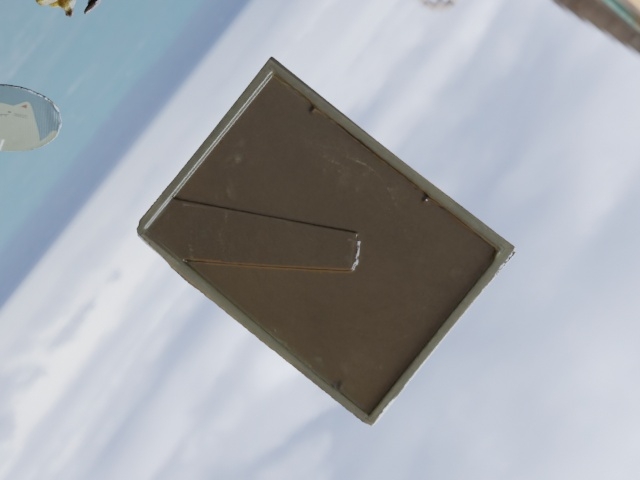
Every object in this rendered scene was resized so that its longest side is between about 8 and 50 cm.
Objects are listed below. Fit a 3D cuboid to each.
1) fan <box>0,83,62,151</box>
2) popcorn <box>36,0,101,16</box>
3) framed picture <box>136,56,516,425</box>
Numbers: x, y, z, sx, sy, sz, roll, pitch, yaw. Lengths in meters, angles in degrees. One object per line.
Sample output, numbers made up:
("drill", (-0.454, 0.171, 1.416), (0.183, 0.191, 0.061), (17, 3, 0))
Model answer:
("fan", (-0.321, -0.104, 1.336), (0.175, 0.113, 0.005), (129, -35, -52))
("popcorn", (-0.214, -0.288, 1.103), (0.195, 0.174, 0.168), (-62, -152, 4))
("framed picture", (0.000, 0.000, 1.083), (0.189, 0.260, 0.023), (-53, 169, 4))
